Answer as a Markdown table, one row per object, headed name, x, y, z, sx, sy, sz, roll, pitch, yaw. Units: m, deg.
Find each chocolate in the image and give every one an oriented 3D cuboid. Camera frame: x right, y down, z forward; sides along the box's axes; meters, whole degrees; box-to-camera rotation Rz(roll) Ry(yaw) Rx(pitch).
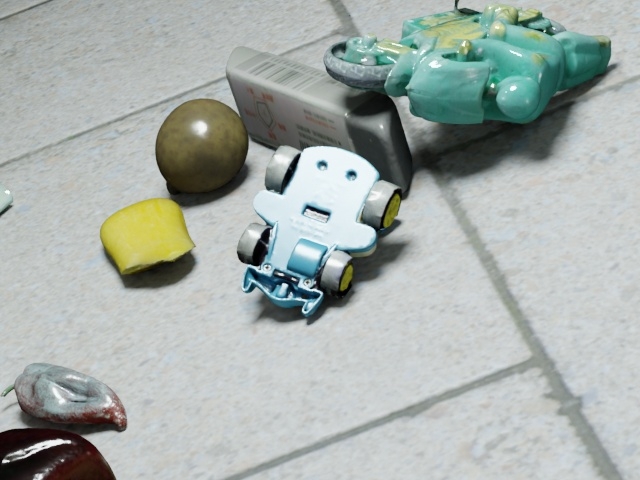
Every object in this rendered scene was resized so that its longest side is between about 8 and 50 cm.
| name | x | y | z | sx | sy | sz | roll | pitch | yaw |
| --- | --- | --- | --- | --- | --- | --- | --- | --- | --- |
| chocolate | -0.228 | 0.202 | 1.345 | 0.125 | 0.080 | 0.148 | -19 | 27 | 5 |

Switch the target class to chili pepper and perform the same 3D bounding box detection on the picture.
| name | x | y | z | sx | sy | sz | roll | pitch | yaw |
| --- | --- | --- | --- | --- | --- | --- | --- | --- | --- |
| chili pepper | -0.229 | 0.138 | 1.497 | 0.153 | 0.041 | 0.050 | 10 | 83 | 43 |

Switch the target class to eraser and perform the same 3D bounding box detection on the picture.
| name | x | y | z | sx | sy | sz | roll | pitch | yaw |
| --- | --- | --- | --- | --- | --- | --- | --- | --- | --- |
| eraser | -0.007 | -0.130 | 1.759 | 0.061 | 0.089 | 0.352 | -31 | 31 | -22 |

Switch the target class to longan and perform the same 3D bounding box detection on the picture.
| name | x | y | z | sx | sy | sz | roll | pitch | yaw |
| --- | --- | --- | --- | --- | --- | --- | --- | --- | --- |
| longan | -0.128 | -0.095 | 1.782 | 0.119 | 0.106 | 0.106 | -54 | 5 | 40 |

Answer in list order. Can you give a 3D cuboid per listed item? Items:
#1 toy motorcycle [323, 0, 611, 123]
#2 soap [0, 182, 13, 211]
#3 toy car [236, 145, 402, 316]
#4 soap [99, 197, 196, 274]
| name | x | y | z | sx | sy | sz | roll | pitch | yaw |
| --- | --- | --- | --- | --- | --- | --- | --- | --- | --- |
| toy motorcycle | 0.161 | -0.179 | 1.655 | 0.296 | 0.109 | 0.198 | -18 | 36 | -39 |
| soap | -0.452 | -0.015 | 1.879 | 0.119 | 0.066 | 0.198 | 3 | 37 | 39 |
| toy car | 0.000 | 0.000 | 1.558 | 0.126 | 0.098 | 0.161 | 18 | 73 | 18 |
| soap | -0.176 | 0.000 | 1.703 | 0.089 | 0.033 | 0.168 | -25 | 29 | -2 |
